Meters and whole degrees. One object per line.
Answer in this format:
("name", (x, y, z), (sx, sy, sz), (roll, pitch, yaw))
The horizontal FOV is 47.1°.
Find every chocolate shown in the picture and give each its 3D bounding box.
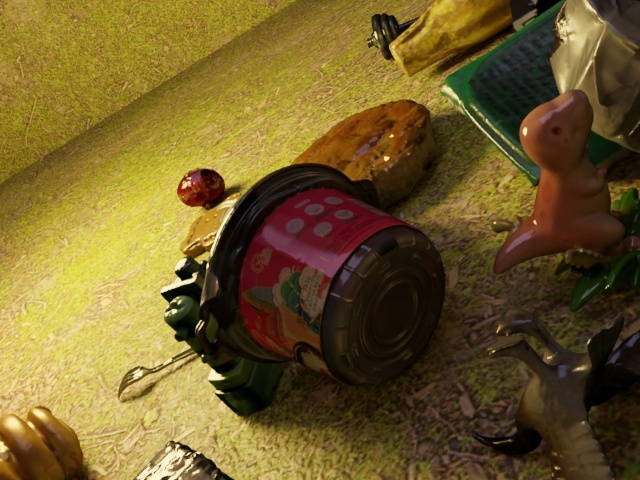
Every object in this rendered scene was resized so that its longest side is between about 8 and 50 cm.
("chocolate", (0.333, -0.488, 1.450), (0.445, 0.162, 0.162), (-33, 26, 7))

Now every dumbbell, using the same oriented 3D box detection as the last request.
("dumbbell", (0.223, -0.495, 1.669), (0.255, 0.110, 0.110), (-18, 30, 21))

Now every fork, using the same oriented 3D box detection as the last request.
("fork", (-0.232, 0.185, 1.138), (0.219, 0.028, 0.034), (-30, 23, 12))

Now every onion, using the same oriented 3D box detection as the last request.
("onion", (-0.259, -0.111, 1.608), (0.107, 0.097, 0.107), (-16, -13, -4))

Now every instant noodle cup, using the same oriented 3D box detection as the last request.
("instant noodle cup", (0.024, 0.053, 0.841), (0.182, 0.258, 0.302), (23, 65, 45))

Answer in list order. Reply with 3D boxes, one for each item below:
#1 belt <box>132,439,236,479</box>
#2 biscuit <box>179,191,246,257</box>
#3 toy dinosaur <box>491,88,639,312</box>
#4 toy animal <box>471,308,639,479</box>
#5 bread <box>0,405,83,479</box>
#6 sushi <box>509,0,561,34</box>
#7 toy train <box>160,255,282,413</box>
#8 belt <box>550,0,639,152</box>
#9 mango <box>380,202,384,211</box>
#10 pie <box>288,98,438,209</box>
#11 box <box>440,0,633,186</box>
("belt", (-0.078, 0.298, 0.570), (0.160, 0.206, 0.295), (-43, 41, -23))
("biscuit", (-0.170, -0.048, 1.453), (0.249, 0.035, 0.184), (-21, 29, 26))
("toy dinosaur", (0.245, -0.030, 0.733), (0.194, 0.177, 0.152), (-51, 18, 34))
("toy animal", (0.197, 0.127, 0.612), (0.197, 0.160, 0.272), (-11, 28, 44))
("bread", (-0.475, 0.367, 1.018), (0.173, 0.121, 0.311), (4, 47, 52))
("sushi", (0.476, -0.445, 1.279), (0.294, 0.059, 0.292), (-11, 52, 23))
("toy train", (-0.123, 0.114, 0.934), (0.083, 0.200, 0.132), (-22, 35, 30))
("belt", (0.372, -0.164, 0.745), (0.289, 0.164, 0.184), (31, 60, 14))
("mango", (0.000, 0.000, 1.031), (0.136, 0.166, 0.236), (33, 37, 29))
("pie", (0.059, -0.128, 1.267), (0.340, 0.083, 0.339), (-30, 25, 16))
("box", (0.364, -0.200, 0.938), (0.337, 0.106, 0.264), (-33, 48, 3))
